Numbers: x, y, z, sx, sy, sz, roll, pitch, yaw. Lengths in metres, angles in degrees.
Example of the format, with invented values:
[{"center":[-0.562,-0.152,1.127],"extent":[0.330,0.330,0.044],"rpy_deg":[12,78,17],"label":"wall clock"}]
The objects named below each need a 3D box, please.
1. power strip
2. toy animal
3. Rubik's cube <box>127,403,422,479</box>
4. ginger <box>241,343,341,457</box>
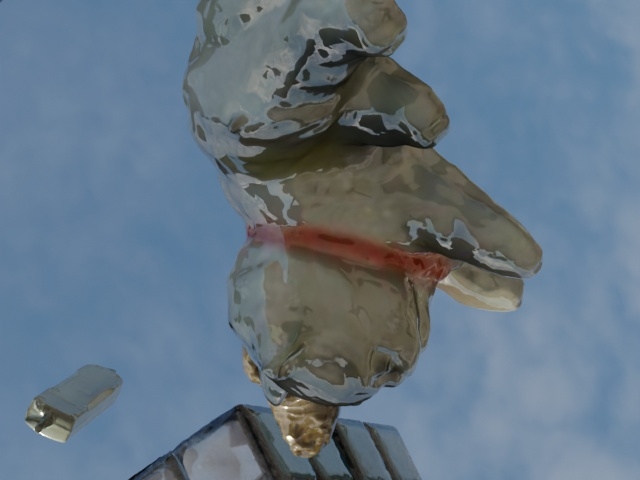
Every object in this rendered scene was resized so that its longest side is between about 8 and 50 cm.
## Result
[{"center":[-0.239,0.158,1.540],"extent":[0.047,0.030,0.191],"rpy_deg":[26,-166,7],"label":"power strip"},{"center":[-0.006,-0.026,0.965],"extent":[0.188,0.308,0.266],"rpy_deg":[-38,-96,-7],"label":"toy animal"},{"center":[-0.053,0.390,1.521],"extent":[0.344,0.343,0.337],"rpy_deg":[61,-162,20],"label":"Rubik's cube"},{"center":[0.000,0.002,1.233],"extent":[0.166,0.080,0.333],"rpy_deg":[27,-108,-71],"label":"ginger"}]
